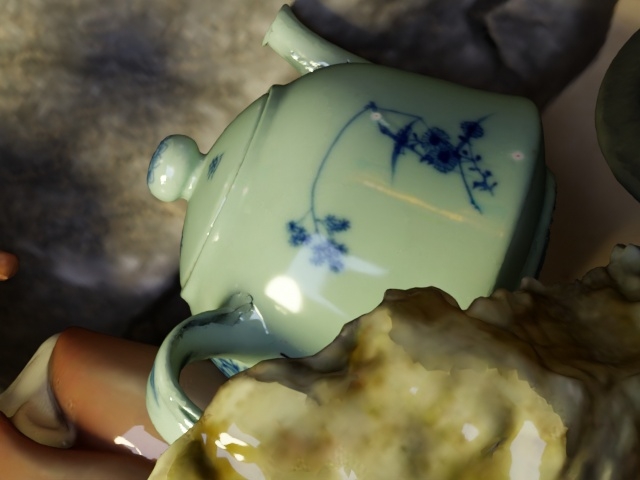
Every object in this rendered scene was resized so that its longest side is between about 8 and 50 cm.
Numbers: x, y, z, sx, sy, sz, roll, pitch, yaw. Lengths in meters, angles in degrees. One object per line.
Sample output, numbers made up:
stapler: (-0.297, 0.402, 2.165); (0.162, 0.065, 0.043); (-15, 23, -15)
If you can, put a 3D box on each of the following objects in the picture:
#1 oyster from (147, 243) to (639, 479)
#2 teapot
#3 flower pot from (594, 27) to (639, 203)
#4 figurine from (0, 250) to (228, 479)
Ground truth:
oyster: (0.087, 0.092, 0.528); (0.166, 0.341, 0.110); (-51, 51, 1)
teapot: (0.000, 0.000, 0.604); (0.159, 0.232, 0.159); (8, 135, 9)
flower pot: (0.222, 0.003, 0.539); (0.235, 0.235, 0.148); (-3, 125, 18)
figurine: (-0.155, 0.106, 0.660); (0.388, 0.276, 0.248); (22, 68, 6)
